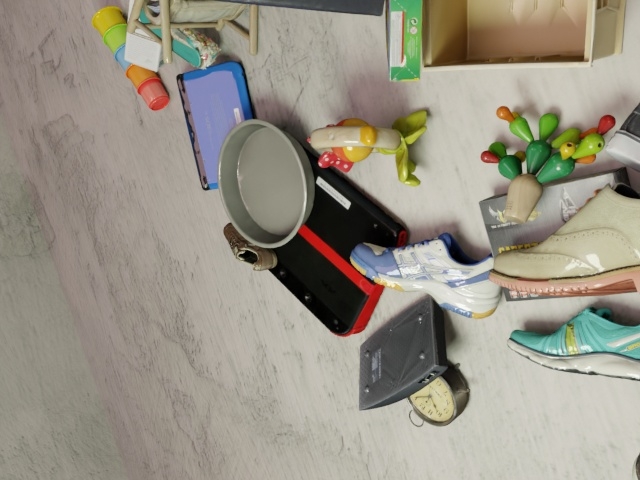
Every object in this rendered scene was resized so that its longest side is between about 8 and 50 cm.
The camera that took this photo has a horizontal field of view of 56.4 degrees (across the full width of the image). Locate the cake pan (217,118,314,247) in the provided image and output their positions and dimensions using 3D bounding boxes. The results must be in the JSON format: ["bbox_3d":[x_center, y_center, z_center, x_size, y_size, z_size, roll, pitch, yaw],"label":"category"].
[{"bbox_3d":[-0.124,-0.131,1.367,0.293,0.054,0.294,14,112,39],"label":"cake pan"}]

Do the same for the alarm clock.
[{"bbox_3d":[0.232,0.325,1.242,0.129,0.064,0.192,44,130,25],"label":"alarm clock"}]

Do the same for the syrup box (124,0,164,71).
[{"bbox_3d":[-0.429,-0.569,1.526,0.096,0.093,0.237,19,127,-4],"label":"syrup box"}]

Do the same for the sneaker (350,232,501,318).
[{"bbox_3d":[0.201,0.037,1.129,0.296,0.112,0.131,18,107,23],"label":"sneaker"}]

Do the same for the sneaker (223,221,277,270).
[{"bbox_3d":[-0.189,0.012,1.462,0.188,0.071,0.066,32,123,33],"label":"sneaker"}]

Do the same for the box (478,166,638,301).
[{"bbox_3d":[0.385,-0.002,0.955,0.231,0.056,0.183,-11,98,48],"label":"box"}]

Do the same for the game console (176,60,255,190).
[{"bbox_3d":[-0.261,-0.288,1.540,0.250,0.173,0.293,-8,102,16],"label":"game console"}]

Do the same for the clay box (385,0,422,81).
[{"bbox_3d":[0.131,-0.352,0.965,0.053,0.222,0.128,-1,121,4],"label":"clay box"}]

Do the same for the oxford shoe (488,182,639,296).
[{"bbox_3d":[0.389,0.002,0.813,0.397,0.140,0.147,-12,79,59],"label":"oxford shoe"}]

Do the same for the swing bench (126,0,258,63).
[{"bbox_3d":[-0.248,-0.532,1.257,0.165,0.253,0.255,41,131,28],"label":"swing bench"}]

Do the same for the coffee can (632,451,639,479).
[{"bbox_3d":[0.551,0.241,0.770,0.201,0.201,0.276,26,123,37],"label":"coffee can"}]

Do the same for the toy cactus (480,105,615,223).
[{"bbox_3d":[0.322,-0.117,0.906,0.219,0.112,0.181,13,78,52],"label":"toy cactus"}]

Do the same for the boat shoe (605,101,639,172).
[{"bbox_3d":[0.522,-0.084,0.750,0.301,0.108,0.102,40,106,32],"label":"boat shoe"}]

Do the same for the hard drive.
[{"bbox_3d":[0.165,0.240,1.222,0.255,0.054,0.172,-46,30,44],"label":"hard drive"}]

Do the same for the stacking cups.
[{"bbox_3d":[-0.525,-0.513,1.693,0.316,0.096,0.096,55,137,8],"label":"stacking cups"}]

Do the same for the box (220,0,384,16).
[{"bbox_3d":[-0.056,-0.484,0.964,0.296,0.293,0.183,-106,19,-59],"label":"box"}]

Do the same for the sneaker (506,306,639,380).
[{"bbox_3d":[0.432,0.162,0.962,0.275,0.107,0.110,-6,73,51],"label":"sneaker"}]

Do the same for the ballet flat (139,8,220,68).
[{"bbox_3d":[-0.337,-0.495,1.445,0.241,0.077,0.091,41,144,15],"label":"ballet flat"}]

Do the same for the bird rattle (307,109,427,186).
[{"bbox_3d":[0.070,-0.192,1.115,0.253,0.206,0.143,14,98,32],"label":"bird rattle"}]

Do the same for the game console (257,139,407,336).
[{"bbox_3d":[0.000,0.000,1.371,0.386,0.060,0.342,41,127,27],"label":"game console"}]

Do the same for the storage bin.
[{"bbox_3d":[0.286,-0.384,0.855,0.262,0.123,0.261,13,116,43],"label":"storage bin"}]
